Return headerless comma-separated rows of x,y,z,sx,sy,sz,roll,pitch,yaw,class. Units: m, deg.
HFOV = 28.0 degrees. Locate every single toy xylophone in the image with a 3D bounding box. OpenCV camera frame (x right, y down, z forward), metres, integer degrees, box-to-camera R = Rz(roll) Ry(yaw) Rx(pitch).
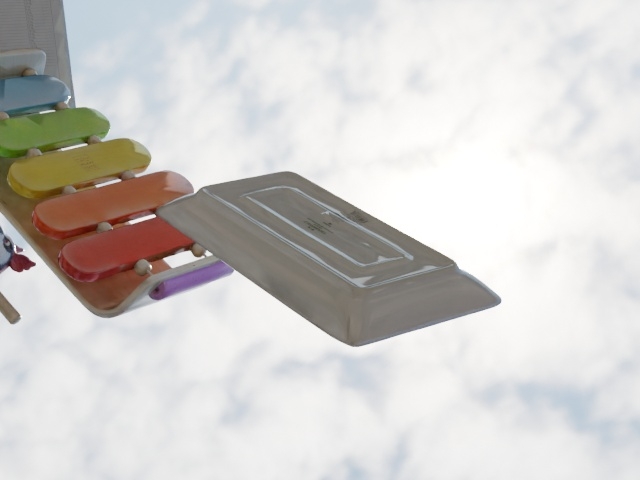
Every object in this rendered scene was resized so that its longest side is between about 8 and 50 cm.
-0.234,-0.040,1.139,0.322,0.081,0.236,40,-147,13,toy xylophone

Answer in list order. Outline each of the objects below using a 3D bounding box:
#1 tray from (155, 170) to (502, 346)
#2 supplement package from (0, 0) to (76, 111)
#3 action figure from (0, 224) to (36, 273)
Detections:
0.000,0.000,0.986,0.145,0.030,0.270,-12,-152,-35,tray
-0.350,-0.246,1.315,0.139,0.244,0.134,-8,-175,-34,supplement package
-0.541,0.040,1.608,0.248,0.370,0.276,162,-71,-64,action figure
